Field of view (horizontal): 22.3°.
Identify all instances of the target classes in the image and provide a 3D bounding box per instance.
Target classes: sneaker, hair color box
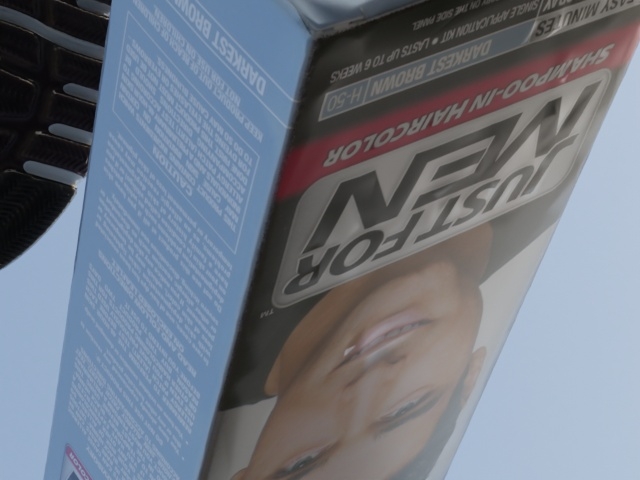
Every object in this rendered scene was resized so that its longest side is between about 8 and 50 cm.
[{"bbox_3d":[-0.170,-0.107,0.877,0.106,0.162,0.281,24,-102,-20],"label":"sneaker"},{"bbox_3d":[0.000,0.000,0.698,0.185,0.113,0.374,-22,-33,-32],"label":"hair color box"}]
